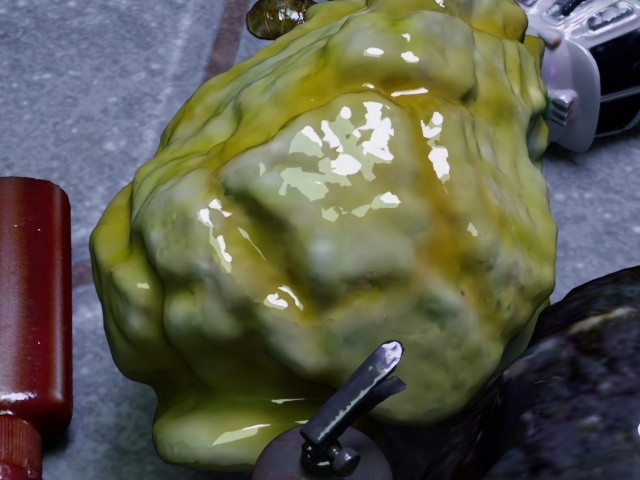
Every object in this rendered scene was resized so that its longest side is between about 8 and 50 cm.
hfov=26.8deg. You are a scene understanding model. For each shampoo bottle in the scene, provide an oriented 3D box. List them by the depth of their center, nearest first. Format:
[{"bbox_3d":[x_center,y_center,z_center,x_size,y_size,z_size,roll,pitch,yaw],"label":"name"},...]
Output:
[{"bbox_3d":[-0.219,0.069,0.918,0.102,0.064,0.260,-6,48,-5],"label":"shampoo bottle"}]

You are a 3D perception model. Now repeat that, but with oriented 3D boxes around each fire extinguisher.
[{"bbox_3d":[0.007,0.158,0.698,0.089,0.268,0.072,-33,55,-27],"label":"fire extinguisher"}]

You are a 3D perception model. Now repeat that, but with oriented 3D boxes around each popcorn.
[{"bbox_3d":[0.001,-0.013,0.813,0.292,0.334,0.293,3,88,4],"label":"popcorn"}]

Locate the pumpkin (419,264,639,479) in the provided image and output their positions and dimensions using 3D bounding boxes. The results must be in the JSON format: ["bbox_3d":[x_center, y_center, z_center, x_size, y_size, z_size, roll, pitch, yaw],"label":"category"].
[{"bbox_3d":[0.244,0.197,0.605,0.454,0.344,0.454,1,38,-1],"label":"pumpkin"}]

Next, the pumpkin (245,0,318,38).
[{"bbox_3d":[-0.025,-0.200,1.181,0.083,0.028,0.050,13,48,7],"label":"pumpkin"}]

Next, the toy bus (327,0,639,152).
[{"bbox_3d":[0.155,-0.200,1.101,0.305,0.143,0.179,34,59,26],"label":"toy bus"}]
